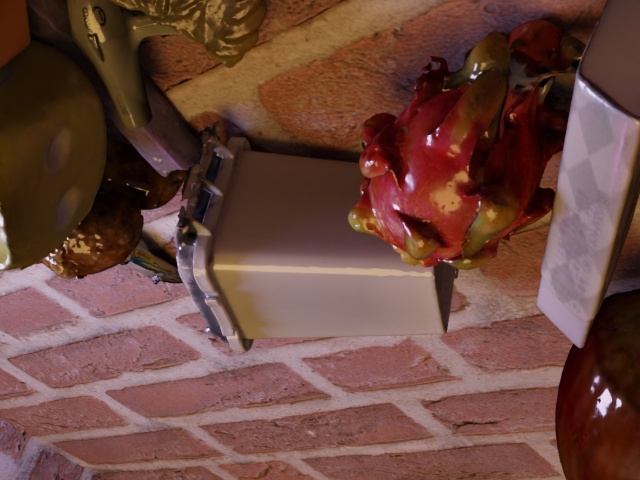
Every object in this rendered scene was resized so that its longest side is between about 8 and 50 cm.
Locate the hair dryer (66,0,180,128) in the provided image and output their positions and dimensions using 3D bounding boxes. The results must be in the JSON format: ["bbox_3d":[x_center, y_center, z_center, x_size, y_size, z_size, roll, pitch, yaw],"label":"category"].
[{"bbox_3d":[-0.216,-0.235,1.316,0.225,0.088,0.219,13,133,0],"label":"hair dryer"}]

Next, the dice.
[{"bbox_3d":[-0.432,-0.121,1.326,0.238,0.227,0.233,21,135,14],"label":"dice"}]

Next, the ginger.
[{"bbox_3d":[-0.434,-0.079,1.555,0.418,0.254,0.176,20,155,11],"label":"ginger"}]

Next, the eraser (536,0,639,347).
[{"bbox_3d":[0.311,-0.075,1.121,0.082,0.213,0.397,19,147,18],"label":"eraser"}]

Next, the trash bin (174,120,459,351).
[{"bbox_3d":[0.000,0.000,1.431,0.367,0.256,0.296,3,144,16],"label":"trash bin"}]

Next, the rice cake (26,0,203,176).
[{"bbox_3d":[-0.294,-0.224,1.399,0.064,0.070,0.399,-3,141,38],"label":"rice cake"}]

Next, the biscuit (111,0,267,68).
[{"bbox_3d":[-0.177,-0.326,1.170,0.273,0.036,0.187,27,130,-8],"label":"biscuit"}]

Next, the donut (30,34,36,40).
[{"bbox_3d":[-0.426,-0.268,1.415,0.162,0.065,0.178,0,142,24],"label":"donut"}]

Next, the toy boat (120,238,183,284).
[{"bbox_3d":[-0.316,0.035,1.830,0.084,0.066,0.210,3,158,47],"label":"toy boat"}]

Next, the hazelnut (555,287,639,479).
[{"bbox_3d":[0.525,0.247,1.377,0.421,0.353,0.421,-3,112,-8],"label":"hazelnut"}]

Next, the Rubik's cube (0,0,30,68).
[{"bbox_3d":[-0.527,-0.310,1.123,0.290,0.291,0.292,14,129,12],"label":"Rubik's cube"}]

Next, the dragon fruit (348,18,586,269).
[{"bbox_3d":[0.169,-0.109,1.184,0.227,0.307,0.243,20,-177,-18],"label":"dragon fruit"}]
